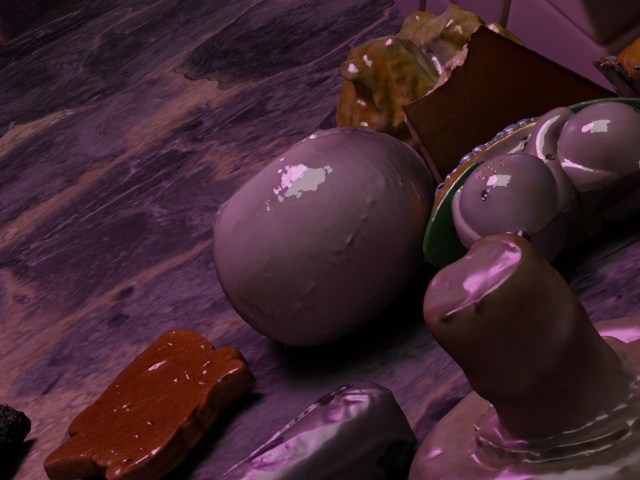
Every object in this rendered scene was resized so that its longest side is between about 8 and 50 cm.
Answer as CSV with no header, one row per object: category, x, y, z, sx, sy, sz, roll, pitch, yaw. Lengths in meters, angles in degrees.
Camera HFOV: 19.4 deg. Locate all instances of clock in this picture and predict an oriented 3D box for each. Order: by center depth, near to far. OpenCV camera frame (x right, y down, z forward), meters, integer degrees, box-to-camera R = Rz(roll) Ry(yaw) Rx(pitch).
clock,0.182,-0.042,1.451,0.231,0.103,0.144,-33,20,-7

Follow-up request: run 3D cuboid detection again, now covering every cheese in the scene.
cheese,0.000,0.000,1.507,0.198,0.154,0.189,-37,-7,10

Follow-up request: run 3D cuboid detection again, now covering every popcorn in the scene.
popcorn,0.107,-0.124,1.682,0.187,0.167,0.185,-26,12,-6

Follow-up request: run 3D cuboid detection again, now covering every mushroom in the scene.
mushroom,0.132,0.099,0.996,0.206,0.209,0.206,-41,-8,-7

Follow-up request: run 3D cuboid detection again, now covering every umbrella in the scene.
umbrella,-0.077,0.205,1.198,0.337,0.073,0.067,-36,0,-20

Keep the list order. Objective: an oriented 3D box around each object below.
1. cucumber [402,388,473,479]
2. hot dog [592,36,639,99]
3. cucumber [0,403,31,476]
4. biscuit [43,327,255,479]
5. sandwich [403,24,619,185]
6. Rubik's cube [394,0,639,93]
cucumber,0.071,0.169,1.102,0.115,0.063,0.244,-15,24,39
hot dog,0.348,-0.154,1.471,0.270,0.082,0.162,-13,-15,35
cucumber,-0.302,0.204,1.576,0.058,0.052,0.215,-43,11,25
biscuit,-0.135,0.137,1.529,0.183,0.043,0.280,-22,14,7
sandwich,0.171,-0.114,1.569,0.193,0.162,0.058,-28,15,-3
Rubik's cube,0.252,-0.322,1.771,0.316,0.319,0.322,-34,19,-21
